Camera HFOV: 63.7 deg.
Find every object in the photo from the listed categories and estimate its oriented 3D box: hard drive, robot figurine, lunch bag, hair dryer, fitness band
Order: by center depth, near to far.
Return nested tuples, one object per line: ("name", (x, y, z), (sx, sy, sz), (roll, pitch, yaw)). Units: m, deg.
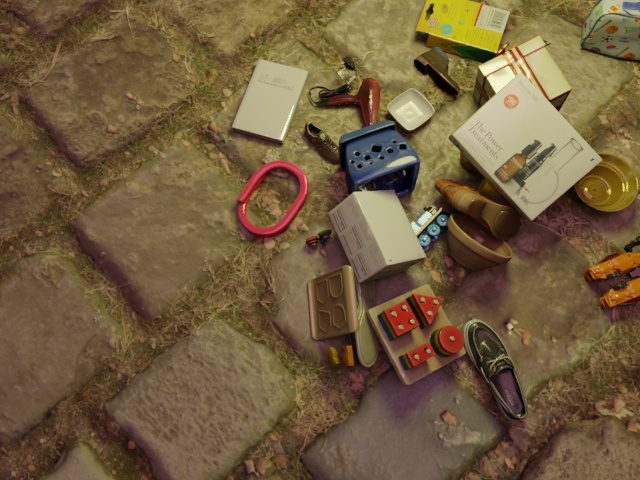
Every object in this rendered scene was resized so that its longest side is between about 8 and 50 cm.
("robot figurine", (1.039, 0.105, 1.697), (0.291, 0.085, 0.211), (-21, 75, -3))
("fitness band", (-0.171, -0.149, 1.841), (0.209, 0.054, 0.290), (32, 79, 8))
("lunch bag", (1.128, -0.775, 1.864), (0.304, 0.243, 0.114), (11, 75, 6))
("hair dryer", (0.119, -0.530, 1.939), (0.224, 0.080, 0.293), (-43, 71, 7))
("hard drive", (-0.189, -0.529, 1.954), (0.203, 0.040, 0.307), (16, 76, 7))

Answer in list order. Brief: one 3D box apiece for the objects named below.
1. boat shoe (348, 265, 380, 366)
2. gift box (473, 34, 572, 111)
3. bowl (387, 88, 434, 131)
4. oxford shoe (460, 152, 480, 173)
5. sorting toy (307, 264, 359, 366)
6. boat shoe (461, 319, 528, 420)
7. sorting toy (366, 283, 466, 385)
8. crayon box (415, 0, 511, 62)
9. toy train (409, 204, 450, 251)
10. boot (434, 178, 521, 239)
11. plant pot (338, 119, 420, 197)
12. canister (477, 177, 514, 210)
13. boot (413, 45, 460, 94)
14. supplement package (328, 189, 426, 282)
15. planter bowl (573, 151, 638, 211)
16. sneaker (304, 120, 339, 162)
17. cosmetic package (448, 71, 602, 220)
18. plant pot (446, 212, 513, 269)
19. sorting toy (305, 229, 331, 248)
("boat shoe", (0.114, 0.245, 1.688), (0.113, 0.127, 0.339), (-17, 71, 39))
("gift box", (0.708, -0.543, 1.815), (0.277, 0.255, 0.258), (-26, 76, 1))
("bowl", (0.334, -0.476, 1.910), (0.142, 0.053, 0.142), (-37, 75, -8))
("oxford shoe", (0.701, -0.300, 1.824), (0.397, 0.146, 0.140), (8, 118, 15))
("sorting toy", (0.047, 0.252, 1.653), (0.041, 0.229, 0.307), (6, 70, -35))
("boat shoe", (0.562, 0.398, 1.615), (0.121, 0.119, 0.335), (-25, 75, -5))
("sorting toy", (0.319, 0.283, 1.627), (0.256, 0.089, 0.257), (-19, 73, -27))
("crayon box", (0.543, -0.824, 1.986), (0.319, 0.081, 0.202), (20, 76, 7))
("toy train", (0.363, -0.045, 1.774), (0.105, 0.080, 0.184), (41, 80, 18))
("boot", (0.529, -0.112, 1.754), (0.284, 0.220, 0.109), (17, 108, -27))
("plant pot", (0.186, -0.264, 1.768), (0.236, 0.236, 0.212), (-20, 68, -3))
("canister", (0.638, -0.163, 1.771), (0.170, 0.126, 0.073), (23, 77, 6))
("boot", (0.466, -0.646, 1.939), (0.106, 0.082, 0.219), (-43, 75, -7))
("supplement package", (0.186, -0.018, 1.690), (0.204, 0.145, 0.261), (-8, 69, -42))
("planter bowl", (0.966, -0.187, 1.781), (0.217, 0.090, 0.217), (-1, 73, 3))
("sneaker", (0.008, -0.359, 1.880), (0.188, 0.071, 0.066), (43, 80, 13))
("cosmetic package", (0.648, -0.295, 1.647), (0.284, 0.097, 0.377), (-43, 90, 6))
("plant pot", (0.504, 0.020, 1.705), (0.237, 0.237, 0.109), (37, 117, 12))
("sorting toy", (0.000, 0.000, 1.784), (0.102, 0.061, 0.042), (-24, 74, 19))
